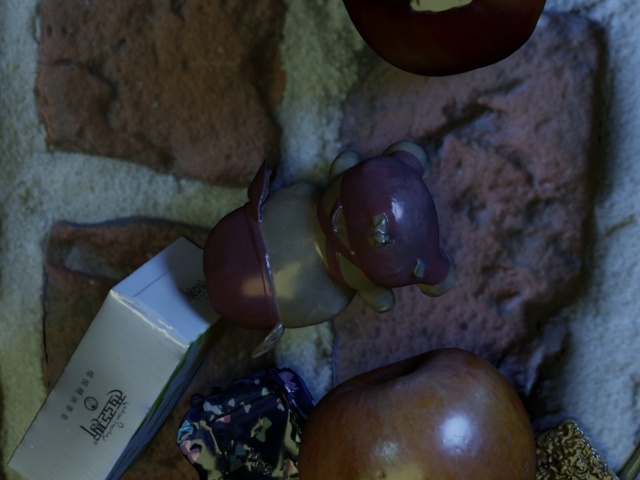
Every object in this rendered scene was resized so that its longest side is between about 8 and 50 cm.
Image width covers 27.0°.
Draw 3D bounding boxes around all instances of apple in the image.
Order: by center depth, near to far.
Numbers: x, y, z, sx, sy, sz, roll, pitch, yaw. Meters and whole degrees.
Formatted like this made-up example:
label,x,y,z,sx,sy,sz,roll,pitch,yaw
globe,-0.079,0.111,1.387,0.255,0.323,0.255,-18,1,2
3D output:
label,x,y,z,sx,sy,sz,roll,pitch,yaw
apple,0.105,0.236,1.356,0.254,0.253,0.253,5,108,16

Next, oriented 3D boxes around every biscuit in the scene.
label,x,y,z,sx,sy,sz,roll,pitch,yaw
biscuit,0.220,0.300,1.450,0.231,0.025,0.131,-39,80,23

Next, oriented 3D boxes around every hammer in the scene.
label,x,y,z,sx,sy,sz,roll,pitch,yaw
hammer,0.320,0.267,1.426,0.062,0.017,0.182,32,112,5

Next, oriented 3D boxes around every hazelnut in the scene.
label,x,y,z,sx,sy,sz,roll,pitch,yaw
hazelnut,0.127,-0.240,1.253,0.208,0.208,0.208,5,108,16

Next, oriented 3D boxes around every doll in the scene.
label,x,y,z,sx,sy,sz,roll,pitch,yaw
doll,0.002,0.002,1.373,0.256,0.196,0.152,-18,138,17

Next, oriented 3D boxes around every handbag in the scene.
label,x,y,z,sx,sy,sz,roll,pitch,yaw
handbag,-0.048,0.269,1.490,0.162,0.113,0.260,-29,95,18

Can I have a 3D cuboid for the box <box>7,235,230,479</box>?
label,x,y,z,sx,sy,sz,roll,pitch,yaw
box,-0.205,0.145,1.455,0.111,0.194,0.260,33,114,5
